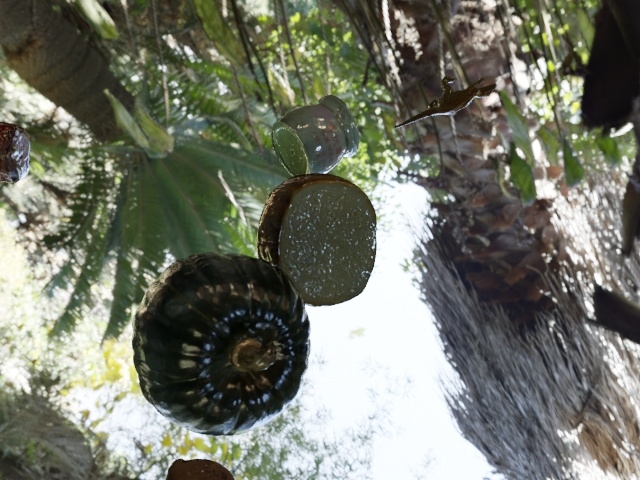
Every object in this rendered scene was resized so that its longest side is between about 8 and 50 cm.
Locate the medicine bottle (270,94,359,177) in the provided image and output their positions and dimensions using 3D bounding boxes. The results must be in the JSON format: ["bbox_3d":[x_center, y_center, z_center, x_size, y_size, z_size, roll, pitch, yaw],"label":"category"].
[{"bbox_3d":[-0.009,-0.215,1.121,0.143,0.148,0.147,-32,-155,-24],"label":"medicine bottle"}]

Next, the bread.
[{"bbox_3d":[0.000,0.000,0.885,0.069,0.236,0.236,12,-130,49],"label":"bread"}]

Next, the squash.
[{"bbox_3d":[-0.111,0.117,0.614,0.218,0.218,0.172,-32,-160,1],"label":"squash"}]

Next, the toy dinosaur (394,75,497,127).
[{"bbox_3d":[0.221,-0.236,0.947,0.162,0.039,0.126,-40,-149,2],"label":"toy dinosaur"}]

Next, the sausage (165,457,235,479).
[{"bbox_3d":[-0.192,0.493,0.876,0.123,0.253,0.123,-1,-168,0],"label":"sausage"}]

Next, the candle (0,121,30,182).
[{"bbox_3d":[-0.272,-0.069,0.343,0.053,0.162,0.048,115,-19,-76],"label":"candle"}]
